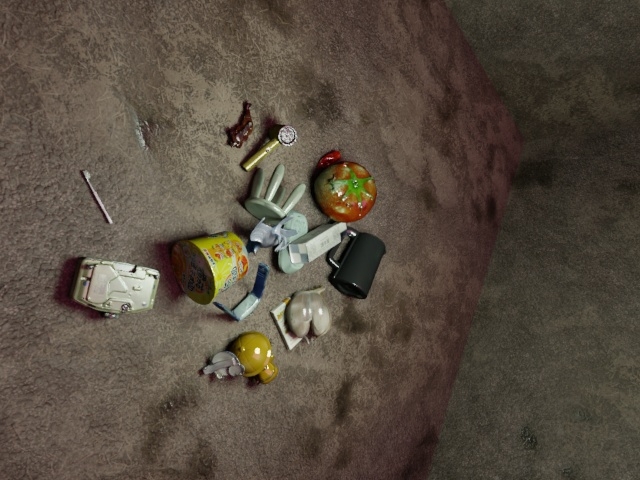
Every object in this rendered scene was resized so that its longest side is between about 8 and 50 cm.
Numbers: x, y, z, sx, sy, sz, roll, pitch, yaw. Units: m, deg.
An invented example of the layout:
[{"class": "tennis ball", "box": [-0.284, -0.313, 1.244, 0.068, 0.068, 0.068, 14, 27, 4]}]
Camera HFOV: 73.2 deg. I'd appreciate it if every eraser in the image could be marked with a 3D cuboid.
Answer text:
[{"class": "eraser", "box": [0.000, 0.000, 2.045, 0.404, 0.096, 0.098, -32, 116, -55]}]

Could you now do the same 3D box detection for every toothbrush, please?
[{"class": "toothbrush", "box": [-0.759, -0.147, 1.469, 0.017, 0.014, 0.195, -32, 114, -37]}]

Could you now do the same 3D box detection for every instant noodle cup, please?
[{"class": "instant noodle cup", "box": [-0.412, 0.089, 1.658, 0.200, 0.264, 0.265, -26, 111, -46]}]

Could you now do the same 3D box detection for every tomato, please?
[{"class": "tomato", "box": [0.116, -0.229, 2.101, 0.303, 0.239, 0.304, 8, 70, -24]}]

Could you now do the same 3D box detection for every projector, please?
[{"class": "projector", "box": [-0.707, 0.170, 1.493, 0.269, 0.088, 0.194, 18, 78, -42]}]

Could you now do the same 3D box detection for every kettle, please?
[{"class": "kettle", "box": [0.178, 0.116, 2.264, 0.203, 0.262, 0.308, 81, 33, -62]}]

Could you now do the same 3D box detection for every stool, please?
[{"class": "stool", "box": [-0.199, -0.194, 1.859, 0.195, 0.195, 0.199, 40, 66, -37]}]

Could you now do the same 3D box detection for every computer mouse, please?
[{"class": "computer mouse", "box": [-0.137, 0.009, 1.996, 0.159, 0.096, 0.289, 13, 78, -57]}]

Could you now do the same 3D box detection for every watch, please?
[{"class": "watch", "box": [-0.326, 0.250, 1.749, 0.276, 0.068, 0.275, -41, 164, -39]}]

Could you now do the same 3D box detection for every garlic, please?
[{"class": "garlic", "box": [-0.052, 0.355, 2.067, 0.210, 0.237, 0.292, -1, 79, 1]}]

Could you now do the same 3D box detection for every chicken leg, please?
[{"class": "chicken leg", "box": [-0.326, -0.477, 1.819, 0.089, 0.048, 0.219, 42, 66, -40]}]

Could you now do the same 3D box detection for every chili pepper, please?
[{"class": "chili pepper", "box": [0.054, -0.412, 2.170, 0.191, 0.050, 0.059, -36, 133, -26]}]

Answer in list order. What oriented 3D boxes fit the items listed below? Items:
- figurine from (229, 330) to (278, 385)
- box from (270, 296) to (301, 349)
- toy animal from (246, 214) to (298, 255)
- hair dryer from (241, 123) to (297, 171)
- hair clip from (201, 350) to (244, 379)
[{"class": "figurine", "box": [-0.276, 0.513, 1.856, 0.192, 0.167, 0.257, -45, 122, -15]}, {"class": "box", "box": [-0.150, 0.395, 2.056, 0.122, 0.032, 0.221, -38, 117, -37]}, {"class": "toy animal", "box": [-0.215, -0.023, 1.819, 0.256, 0.176, 0.239, -56, 153, 9]}, {"class": "hair dryer", "box": [-0.235, -0.402, 1.877, 0.278, 0.135, 0.090, -44, 122, -11]}, {"class": "hair clip", "box": [-0.396, 0.508, 1.756, 0.049, 0.172, 0.116, -58, 128, -73]}]
